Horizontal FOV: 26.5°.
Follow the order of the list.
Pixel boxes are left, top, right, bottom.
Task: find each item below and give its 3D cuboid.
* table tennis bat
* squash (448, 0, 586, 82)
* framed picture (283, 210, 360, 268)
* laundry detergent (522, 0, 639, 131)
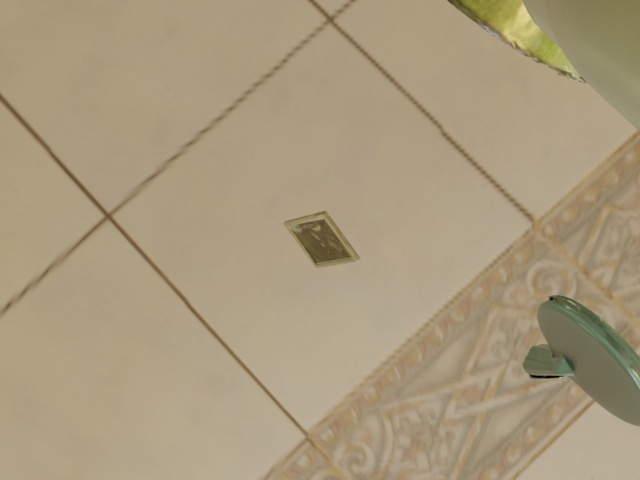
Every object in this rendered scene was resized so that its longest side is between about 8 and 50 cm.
[{"bbox_3d":[0.204,0.096,1.069,0.033,0.201,0.124,-39,92,-11],"label":"table tennis bat"},{"bbox_3d":[0.297,-0.398,1.627,0.310,0.310,0.309,44,114,15],"label":"squash"},{"bbox_3d":[0.000,0.000,1.465,0.006,0.089,0.066,-44,106,-27],"label":"framed picture"},{"bbox_3d":[0.195,-0.086,0.587,0.264,0.398,0.125,25,106,-18],"label":"laundry detergent"}]
